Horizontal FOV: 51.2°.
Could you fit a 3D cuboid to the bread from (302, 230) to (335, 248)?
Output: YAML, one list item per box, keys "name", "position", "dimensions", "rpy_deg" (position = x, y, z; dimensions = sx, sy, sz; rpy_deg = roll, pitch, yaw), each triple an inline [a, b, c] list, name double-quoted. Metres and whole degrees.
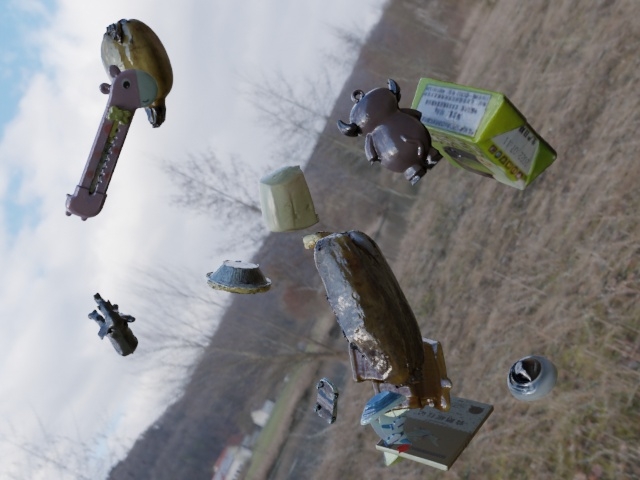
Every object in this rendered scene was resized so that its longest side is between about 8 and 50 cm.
- name: "bread"
  position: [0.000, 0.000, 1.983]
  dimensions: [0.072, 0.053, 0.106]
  rpy_deg: [-20, -8, 31]

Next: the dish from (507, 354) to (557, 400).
- name: "dish"
  position: [0.555, 0.353, 1.799]
  dimensions: [0.141, 0.078, 0.141]
  rpy_deg: [-32, 28, 20]

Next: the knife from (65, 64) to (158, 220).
- name: "knife"
  position: [-0.511, -0.227, 1.611]
  dimensions: [0.398, 0.132, 0.038]
  rpy_deg: [-66, 23, 11]

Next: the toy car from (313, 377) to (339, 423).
- name: "toy car"
  position: [0.028, 0.602, 2.511]
  dimensions: [0.056, 0.095, 0.204]
  rpy_deg: [-20, -52, -39]

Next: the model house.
- name: "model house"
  position: [0.183, 0.328, 1.665]
  dimensions: [0.219, 0.229, 0.199]
  rpy_deg: [141, 130, -69]

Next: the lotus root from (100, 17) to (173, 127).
- name: "lotus root"
  position: [-0.512, -0.476, 1.916]
  dimensions: [0.183, 0.309, 0.183]
  rpy_deg: [-23, 7, 3]

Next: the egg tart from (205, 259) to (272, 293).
- name: "egg tart"
  position: [-0.282, 0.125, 2.330]
  dimensions: [0.234, 0.234, 0.094]
  rpy_deg: [-40, -41, -80]

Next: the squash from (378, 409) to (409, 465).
- name: "squash"
  position: [0.245, 0.567, 2.128]
  dimensions: [0.204, 0.155, 0.236]
  rpy_deg: [-25, 46, 23]

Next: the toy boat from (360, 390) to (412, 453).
- name: "toy boat"
  position: [0.138, 0.388, 1.423]
  dimensions: [0.034, 0.106, 0.149]
  rpy_deg: [-119, 21, -69]

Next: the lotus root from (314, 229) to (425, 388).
- name: "lotus root"
  position: [0.109, 0.120, 1.260]
  dimensions: [0.167, 0.329, 0.078]
  rpy_deg: [-22, -12, -34]

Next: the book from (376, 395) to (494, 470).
- name: "book"
  position: [0.325, 0.521, 1.869]
  dimensions: [0.310, 0.217, 0.021]
  rpy_deg: [-29, -62, -49]

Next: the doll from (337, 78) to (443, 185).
- name: "doll"
  position: [0.166, -0.253, 1.550]
  dimensions: [0.182, 0.257, 0.117]
  rpy_deg: [-43, -12, -12]

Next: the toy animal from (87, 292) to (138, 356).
- name: "toy animal"
  position: [-0.628, 0.258, 2.053]
  dimensions: [0.115, 0.146, 0.245]
  rpy_deg: [-40, -42, -13]

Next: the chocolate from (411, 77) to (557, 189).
- name: "chocolate"
  position: [0.405, -0.273, 1.724]
  dimensions: [0.301, 0.289, 0.137]
  rpy_deg: [29, 87, 50]

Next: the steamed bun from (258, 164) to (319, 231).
- name: "steamed bun"
  position: [-0.127, -0.149, 2.367]
  dimensions: [0.200, 0.170, 0.225]
  rpy_deg: [-19, -71, -33]
